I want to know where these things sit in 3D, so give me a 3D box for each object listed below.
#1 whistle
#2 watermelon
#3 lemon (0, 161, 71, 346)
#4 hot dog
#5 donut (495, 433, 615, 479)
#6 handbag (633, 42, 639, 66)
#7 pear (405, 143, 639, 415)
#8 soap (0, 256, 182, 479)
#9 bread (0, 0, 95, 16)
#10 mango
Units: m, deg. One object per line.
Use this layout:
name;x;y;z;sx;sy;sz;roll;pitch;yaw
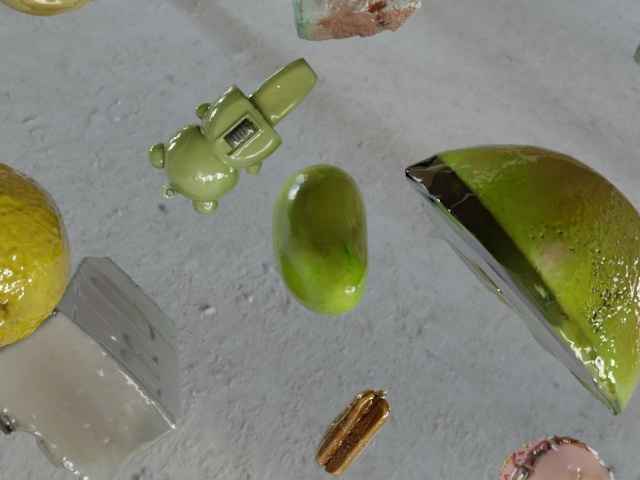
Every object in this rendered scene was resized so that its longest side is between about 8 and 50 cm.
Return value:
whistle;-0.124;-0.157;0.886;0.131;0.288;0.106;48;2;-17
watermelon;0.067;-0.453;1.149;0.241;0.154;0.094;4;15;-5
lemon;-0.376;0.013;0.651;0.204;0.204;0.260;-16;37;-33
hot dog;0.072;0.409;1.313;0.092;0.236;0.062;41;15;10
donut;0.395;0.427;1.010;0.233;0.085;0.199;45;69;-10
handbag;0.400;-0.225;0.517;0.256;0.219;0.079;-19;71;-22
pear;0.291;0.010;0.767;0.399;0.165;0.399;49;5;-6
soap;-0.445;0.221;1.180;0.350;0.213;0.435;50;0;-19
bread;-0.307;-0.327;0.526;0.333;0.160;0.333;32;26;-18
mango;-0.003;0.002;0.957;0.149;0.185;0.273;6;55;-16
